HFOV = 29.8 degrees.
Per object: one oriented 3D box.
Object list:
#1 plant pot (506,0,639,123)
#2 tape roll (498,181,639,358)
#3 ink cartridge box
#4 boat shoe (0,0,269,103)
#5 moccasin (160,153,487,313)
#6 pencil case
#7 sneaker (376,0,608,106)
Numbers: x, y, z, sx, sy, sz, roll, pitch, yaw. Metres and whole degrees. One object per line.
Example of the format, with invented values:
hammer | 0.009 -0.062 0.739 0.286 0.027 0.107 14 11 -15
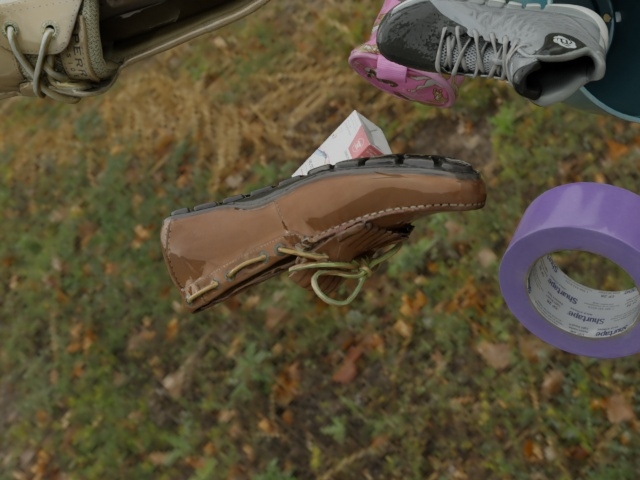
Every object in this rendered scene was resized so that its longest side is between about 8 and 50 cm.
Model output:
plant pot | 0.349 -0.277 1.478 0.272 0.271 0.255 -48 14 -7
tape roll | 0.296 0.034 1.312 0.189 0.189 0.080 -16 30 40
ink cartridge box | 0.023 -0.100 1.949 0.198 0.067 0.115 -46 31 19
boat shoe | -0.171 -0.146 0.793 0.302 0.109 0.098 -22 54 -6
moccasin | -0.001 0.000 1.266 0.380 0.147 0.139 -15 -4 23
pencil case | 0.175 -0.362 1.577 0.160 0.167 0.386 16 80 51
sneaker | 0.164 -0.180 1.147 0.228 0.086 0.132 1 32 7
